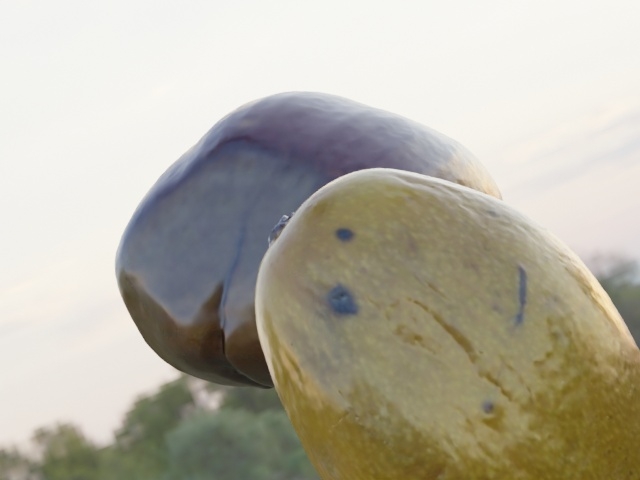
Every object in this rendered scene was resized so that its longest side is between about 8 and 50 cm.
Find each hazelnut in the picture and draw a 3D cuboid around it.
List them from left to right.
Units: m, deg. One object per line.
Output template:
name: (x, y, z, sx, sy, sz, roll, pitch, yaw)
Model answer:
hazelnut: (0.000, 0.003, 1.120, 0.212, 0.181, 0.181, 9, -9, 29)

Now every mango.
mango: (0.077, 0.076, 0.863, 0.157, 0.262, 0.109, -40, -13, -22)
